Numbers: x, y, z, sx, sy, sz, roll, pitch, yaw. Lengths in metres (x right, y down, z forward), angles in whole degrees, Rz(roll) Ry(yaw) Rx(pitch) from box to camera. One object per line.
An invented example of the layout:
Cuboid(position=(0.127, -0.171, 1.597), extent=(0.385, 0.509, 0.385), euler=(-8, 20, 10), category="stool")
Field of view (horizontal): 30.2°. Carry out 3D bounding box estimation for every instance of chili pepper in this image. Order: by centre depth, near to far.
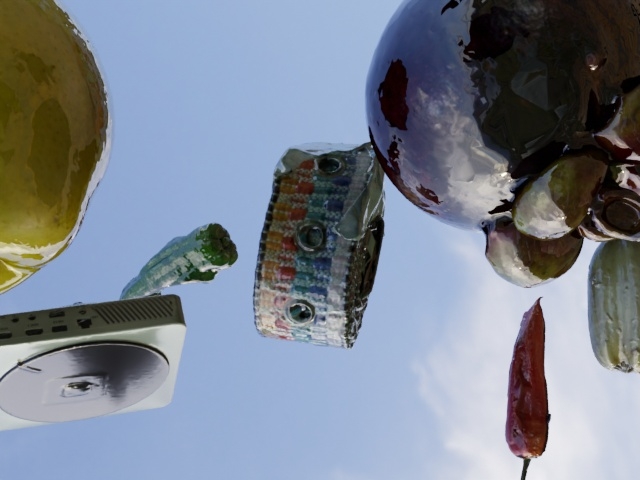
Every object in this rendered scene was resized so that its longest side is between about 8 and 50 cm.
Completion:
Cuboid(position=(0.268, 0.201, 1.535), extent=(0.050, 0.059, 0.268), euler=(11, -103, -26), category="chili pepper")
Cuboid(position=(-0.243, 0.051, 1.968), extent=(0.099, 0.253, 0.083), euler=(7, -118, -47), category="chili pepper")

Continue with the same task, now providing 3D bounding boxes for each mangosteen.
Cuboid(position=(0.205, -0.120, 1.144), extent=(0.307, 0.307, 0.347), euler=(8, -135, -55), category="mangosteen")

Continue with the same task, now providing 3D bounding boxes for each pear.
Cuboid(position=(-0.407, -0.133, 1.287), extent=(0.362, 0.362, 0.418), euler=(12, -131, -54), category="pear")

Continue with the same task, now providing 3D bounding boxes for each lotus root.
Cuboid(position=(0.338, 0.055, 1.301), extent=(0.077, 0.090, 0.183), euler=(-6, -88, -58), category="lotus root")

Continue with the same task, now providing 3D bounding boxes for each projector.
Cuboid(position=(-0.317, 0.157, 1.558), extent=(0.257, 0.259, 0.079), euler=(-7, -119, -17), category="projector")

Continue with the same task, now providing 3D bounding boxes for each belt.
Cuboid(position=(0.000, 0.000, 1.455), extent=(0.207, 0.150, 0.258), euler=(67, -148, -73), category="belt")
